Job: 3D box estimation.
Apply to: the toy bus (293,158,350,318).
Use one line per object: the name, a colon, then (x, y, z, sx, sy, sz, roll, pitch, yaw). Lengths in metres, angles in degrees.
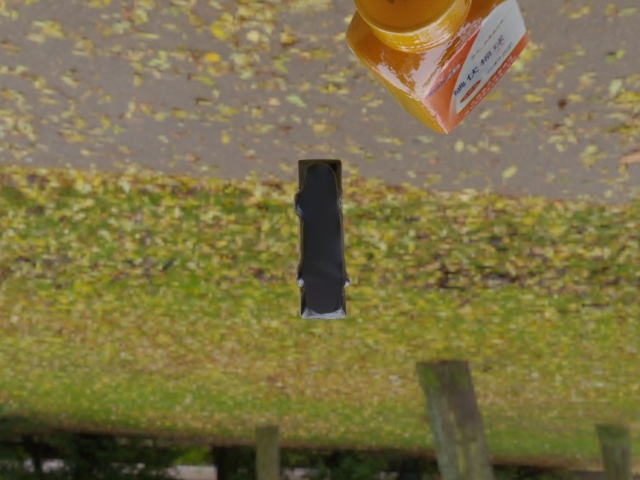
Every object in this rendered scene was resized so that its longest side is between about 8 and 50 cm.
toy bus: (0.000, 0.000, 1.016, 0.057, 0.172, 0.072, -1, 172, -4)

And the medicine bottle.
medicine bottle: (0.110, -0.209, 0.917, 0.112, 0.149, 0.222, 44, -173, 20)
